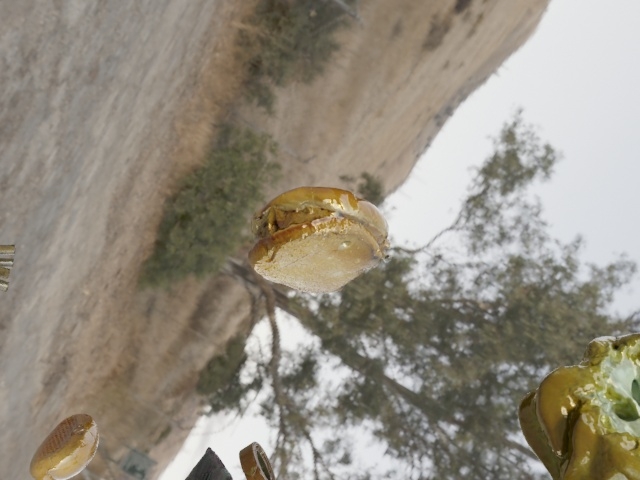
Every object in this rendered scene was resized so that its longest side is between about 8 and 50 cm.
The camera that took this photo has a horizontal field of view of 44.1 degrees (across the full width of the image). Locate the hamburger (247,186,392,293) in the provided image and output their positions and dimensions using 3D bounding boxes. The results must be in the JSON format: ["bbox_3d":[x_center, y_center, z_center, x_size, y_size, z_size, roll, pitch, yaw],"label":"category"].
[{"bbox_3d":[0.000,0.000,1.735,0.289,0.314,0.170,-27,-127,43],"label":"hamburger"}]

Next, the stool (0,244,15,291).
[{"bbox_3d":[-0.732,0.066,1.698,0.217,0.121,0.125,-109,-144,-61],"label":"stool"}]

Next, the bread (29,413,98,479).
[{"bbox_3d":[-0.469,0.391,1.468,0.114,0.077,0.189,-26,-169,8],"label":"bread"}]

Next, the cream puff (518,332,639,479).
[{"bbox_3d":[0.467,0.322,1.281,0.323,0.269,0.274,-104,-179,-49],"label":"cream puff"}]

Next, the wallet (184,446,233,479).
[{"bbox_3d":[-0.279,0.604,1.990,0.111,0.030,0.166,-53,-147,-5],"label":"wallet"}]

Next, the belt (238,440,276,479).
[{"bbox_3d":[-0.105,0.372,1.288,0.036,0.083,0.059,-33,152,10],"label":"belt"}]
